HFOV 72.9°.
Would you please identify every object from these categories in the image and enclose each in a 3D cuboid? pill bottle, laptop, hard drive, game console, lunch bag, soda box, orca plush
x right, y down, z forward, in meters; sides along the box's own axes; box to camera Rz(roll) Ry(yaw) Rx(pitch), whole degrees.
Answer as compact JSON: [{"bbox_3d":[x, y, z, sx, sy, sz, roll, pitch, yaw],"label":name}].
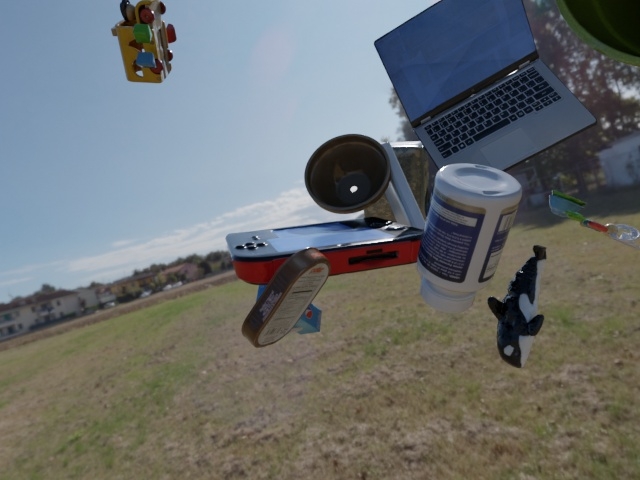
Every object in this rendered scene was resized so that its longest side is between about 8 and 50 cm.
[{"bbox_3d":[0.169,0.002,0.521,0.094,0.169,0.094,3,33,-2],"label":"pill bottle"},{"bbox_3d":[0.411,-0.402,1.104,0.382,0.407,0.236,-28,-29,11],"label":"laptop"},{"bbox_3d":[0.245,-0.076,1.239,0.047,0.352,0.233,-19,-25,4],"label":"hard drive"},{"bbox_3d":[0.000,0.000,0.926,0.387,0.060,0.342,-7,15,-14],"label":"game console"},{"bbox_3d":[0.272,-0.207,1.572,0.236,0.286,0.169,2,20,20],"label":"lunch bag"},{"bbox_3d":[-0.081,0.186,1.178,0.071,0.067,0.210,-15,-39,29],"label":"soda box"},{"bbox_3d":[0.449,0.145,1.011,0.102,0.287,0.151,13,15,6],"label":"orca plush"}]

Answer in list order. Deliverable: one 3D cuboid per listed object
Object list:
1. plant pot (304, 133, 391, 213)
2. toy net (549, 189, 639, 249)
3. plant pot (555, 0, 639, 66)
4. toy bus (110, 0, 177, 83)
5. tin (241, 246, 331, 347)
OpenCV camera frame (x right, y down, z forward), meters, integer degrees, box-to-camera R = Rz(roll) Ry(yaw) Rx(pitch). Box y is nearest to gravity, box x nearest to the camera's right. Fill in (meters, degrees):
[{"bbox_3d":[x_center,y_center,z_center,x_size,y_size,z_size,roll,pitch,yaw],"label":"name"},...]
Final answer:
[{"bbox_3d":[0.082,-0.168,1.202,0.238,0.237,0.109,-16,-25,11],"label":"plant pot"},{"bbox_3d":[0.590,-0.037,0.902,0.232,0.045,0.122,22,12,-8],"label":"toy net"},{"bbox_3d":[0.515,-0.341,0.458,0.353,0.366,0.367,-2,-7,-33],"label":"plant pot"},{"bbox_3d":[-0.389,-0.444,0.934,0.105,0.202,0.191,1,-8,-3],"label":"toy bus"},{"bbox_3d":[-0.052,0.094,0.691,0.189,0.040,0.106,-56,-23,16],"label":"tin"}]
